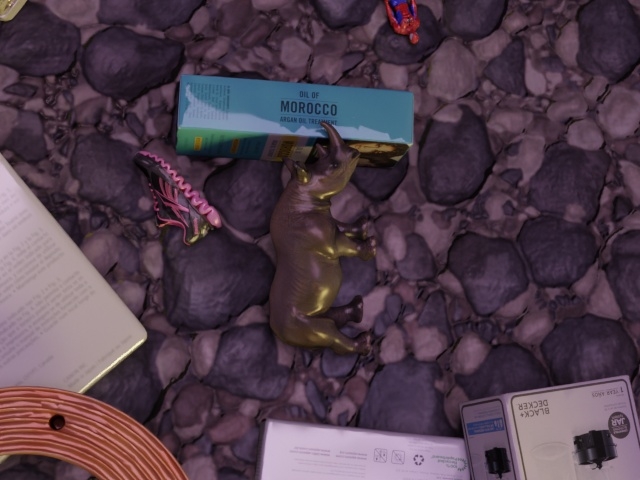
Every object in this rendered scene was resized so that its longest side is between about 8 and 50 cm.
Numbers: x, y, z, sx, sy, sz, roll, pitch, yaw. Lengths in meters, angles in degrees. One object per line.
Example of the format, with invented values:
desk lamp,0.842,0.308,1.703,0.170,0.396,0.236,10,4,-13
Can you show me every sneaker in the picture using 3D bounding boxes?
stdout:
sneaker,-0.161,-0.043,1.103,0.119,0.047,0.057,45,86,4

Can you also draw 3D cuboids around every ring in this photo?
ring,-0.261,0.296,0.901,0.336,0.032,0.337,2,77,-9

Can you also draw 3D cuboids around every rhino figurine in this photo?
rhino figurine,0.000,0.000,1.068,0.106,0.073,0.243,-1,102,-11

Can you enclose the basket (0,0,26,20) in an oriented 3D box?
basket,-0.376,-0.331,1.099,0.167,0.103,0.113,31,75,-2

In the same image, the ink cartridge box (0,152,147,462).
ink cartridge box,-0.399,0.041,0.968,0.308,0.091,0.385,-40,102,-14

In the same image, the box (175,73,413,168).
box,-0.030,-0.124,1.110,0.244,0.100,0.060,3,78,-8

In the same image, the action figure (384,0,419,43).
action figure,0.088,-0.279,1.203,0.038,0.030,0.115,-19,83,-18

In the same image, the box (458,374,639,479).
box,0.252,0.292,1.046,0.169,0.087,0.290,-5,77,-28

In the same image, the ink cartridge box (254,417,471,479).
ink cartridge box,0.038,0.302,1.051,0.223,0.045,0.224,8,75,-9
